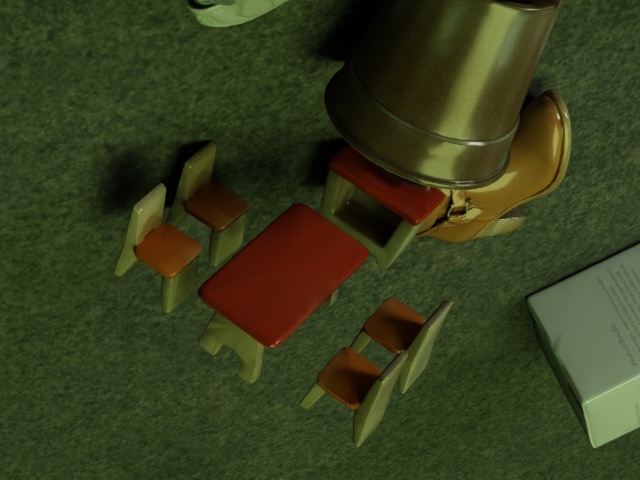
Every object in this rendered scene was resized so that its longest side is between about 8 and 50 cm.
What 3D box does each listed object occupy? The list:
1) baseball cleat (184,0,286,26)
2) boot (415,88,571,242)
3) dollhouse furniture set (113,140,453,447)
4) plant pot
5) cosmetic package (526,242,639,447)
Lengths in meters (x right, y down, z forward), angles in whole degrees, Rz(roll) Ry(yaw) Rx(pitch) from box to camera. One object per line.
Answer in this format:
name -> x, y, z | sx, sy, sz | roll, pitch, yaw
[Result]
baseball cleat -> -0.093, -0.198, 1.149 | 0.206, 0.072, 0.109 | 4, 144, -33
boot -> 0.144, -0.063, 1.510 | 0.152, 0.073, 0.197 | -4, 140, -24
dollhouse furniture set -> 0.000, 0.000, 1.359 | 0.259, 0.262, 0.135 | -44, 163, -42
plant pot -> 0.107, -0.155, 1.276 | 0.167, 0.167, 0.165 | -3, 135, -31
cosmetic package -> 0.358, 0.117, 1.840 | 0.183, 0.151, 0.151 | -26, 148, 2
